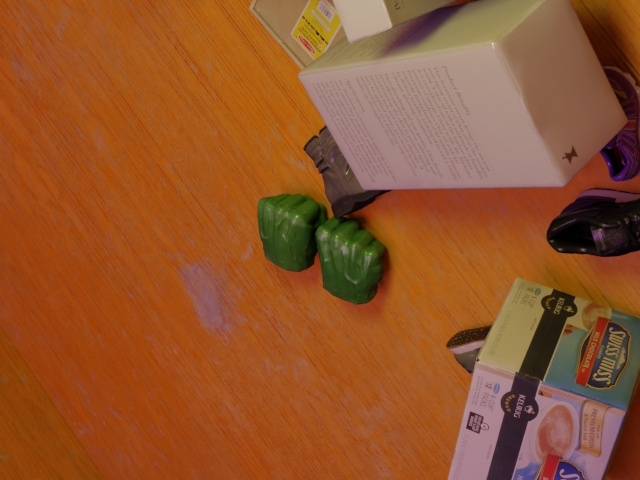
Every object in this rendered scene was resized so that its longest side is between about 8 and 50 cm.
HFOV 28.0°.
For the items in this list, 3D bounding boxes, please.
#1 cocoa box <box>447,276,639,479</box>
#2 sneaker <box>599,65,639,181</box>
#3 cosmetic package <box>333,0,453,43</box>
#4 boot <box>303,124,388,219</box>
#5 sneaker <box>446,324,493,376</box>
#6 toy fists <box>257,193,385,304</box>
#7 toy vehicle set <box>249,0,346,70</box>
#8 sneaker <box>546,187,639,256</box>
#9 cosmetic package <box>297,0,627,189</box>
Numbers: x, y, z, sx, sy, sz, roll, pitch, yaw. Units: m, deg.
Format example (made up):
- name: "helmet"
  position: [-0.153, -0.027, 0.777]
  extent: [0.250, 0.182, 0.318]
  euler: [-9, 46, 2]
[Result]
- name: "cocoa box"
  position: [0.349, 0.281, 1.993]
  extent: [0.228, 0.231, 0.347]
  euler: [19, 128, 14]
- name: "sneaker"
  position: [0.420, -0.163, 1.817]
  extent: [0.068, 0.071, 0.170]
  euler: [-4, 109, 47]
- name: "cosmetic package"
  position: [0.089, -0.499, 1.797]
  extent: [0.097, 0.284, 0.377]
  euler: [-11, 105, 49]
- name: "boot"
  position: [0.065, -0.146, 2.196]
  extent: [0.246, 0.083, 0.161]
  euler: [-28, 85, 49]
- name: "sneaker"
  position: [0.307, 0.189, 2.159]
  extent: [0.192, 0.064, 0.086]
  euler: [-12, 118, 45]
- name: "toy fists"
  position: [0.000, 0.000, 2.336]
  extent: [0.279, 0.096, 0.142]
  euler: [28, 142, 31]
- name: "toy vehicle set"
  position: [0.000, -0.359, 2.164]
  extent: [0.267, 0.035, 0.166]
  euler: [50, 139, 12]
- name: "sneaker"
  position: [0.454, -0.013, 1.829]
  extent: [0.283, 0.124, 0.107]
  euler: [-6, 108, 48]
- name: "cosmetic package"
  position: [0.193, -0.209, 1.871]
  extent: [0.453, 0.161, 0.230]
  euler: [4, 130, 55]
